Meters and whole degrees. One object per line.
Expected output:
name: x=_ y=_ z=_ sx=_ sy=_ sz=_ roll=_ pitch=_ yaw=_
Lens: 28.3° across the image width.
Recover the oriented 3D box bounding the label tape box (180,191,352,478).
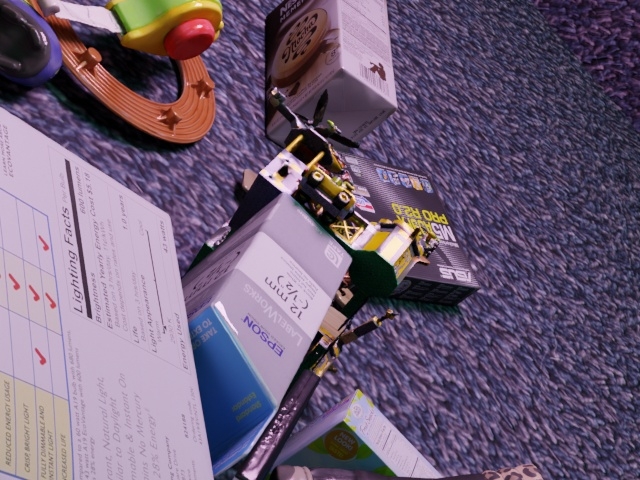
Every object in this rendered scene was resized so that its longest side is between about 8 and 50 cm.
label tape box: x=-0.128 y=0.127 z=1.240 sx=0.115 sy=0.249 sz=0.347 roll=47 pitch=31 yaw=-9

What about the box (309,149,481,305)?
box: x=0.104 y=-0.017 z=1.886 sx=0.270 sy=0.060 sz=0.216 roll=10 pitch=49 yaw=-48

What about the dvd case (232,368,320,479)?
dvd case: x=-0.083 y=0.254 z=1.174 sx=0.022 sy=0.253 sz=0.180 roll=30 pitch=31 yaw=4

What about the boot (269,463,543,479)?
boot: x=0.100 y=0.391 z=1.211 sx=0.284 sy=0.138 sz=0.377 roll=-3 pitch=68 yaw=-13

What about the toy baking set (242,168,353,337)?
toy baking set: x=-0.047 y=0.028 z=1.675 sx=0.256 sy=0.030 sz=0.197 roll=50 pitch=28 yaw=-3

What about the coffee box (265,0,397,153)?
coffee box: x=0.011 y=-0.273 z=1.930 sx=0.119 sy=0.168 sz=0.297 roll=32 pitch=35 yaw=-29

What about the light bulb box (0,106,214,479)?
light bulb box: x=-0.285 y=0.096 z=1.005 sx=0.361 sy=0.225 sz=0.358 roll=36 pitch=33 yaw=-50

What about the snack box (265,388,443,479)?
snack box: x=0.043 y=0.288 z=1.371 sx=0.207 sy=0.174 sz=0.070 roll=47 pitch=29 yaw=-10

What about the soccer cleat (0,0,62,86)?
soccer cleat: x=-0.412 y=-0.295 z=1.495 sx=0.289 sy=0.093 sz=0.121 roll=50 pitch=0 yaw=4

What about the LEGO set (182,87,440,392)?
LEGO set: x=0.000 y=0.000 z=1.479 sx=0.255 sy=0.331 sz=0.192 roll=34 pitch=45 yaw=9

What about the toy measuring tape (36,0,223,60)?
toy measuring tape: x=-0.216 y=-0.298 z=1.594 sx=0.330 sy=0.121 sz=0.121 roll=4 pitch=54 yaw=-62

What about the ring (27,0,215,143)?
ring: x=-0.254 y=-0.273 z=1.677 sx=0.336 sy=0.032 sz=0.336 roll=40 pitch=27 yaw=-26
